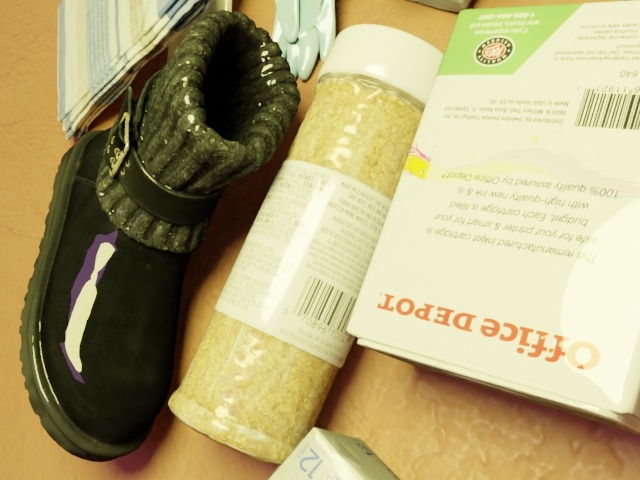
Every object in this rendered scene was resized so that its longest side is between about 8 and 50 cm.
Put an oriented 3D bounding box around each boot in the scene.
[{"bbox_3d":[-0.134,-0.007,0.617,0.260,0.131,0.347,-26,60,36],"label":"boot"}]

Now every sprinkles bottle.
[{"bbox_3d":[0.000,0.000,0.603,0.121,0.121,0.355,19,79,29],"label":"sprinkles bottle"}]

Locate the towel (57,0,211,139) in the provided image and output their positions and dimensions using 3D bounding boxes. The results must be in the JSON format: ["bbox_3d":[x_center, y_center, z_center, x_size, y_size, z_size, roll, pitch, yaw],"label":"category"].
[{"bbox_3d":[-0.216,-0.262,0.795,0.285,0.034,0.209,-31,59,38],"label":"towel"}]

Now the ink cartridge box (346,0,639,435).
[{"bbox_3d":[0.168,-0.023,0.523,0.201,0.117,0.278,11,76,38],"label":"ink cartridge box"}]

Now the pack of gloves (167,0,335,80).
[{"bbox_3d":[-0.061,-0.283,0.758,0.195,0.046,0.232,11,102,20],"label":"pack of gloves"}]

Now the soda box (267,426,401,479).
[{"bbox_3d":[0.076,0.259,0.485,0.286,0.098,0.091,41,91,30],"label":"soda box"}]

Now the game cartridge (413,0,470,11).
[{"bbox_3d":[0.072,-0.360,0.749,0.294,0.060,0.196,29,88,30],"label":"game cartridge"}]
